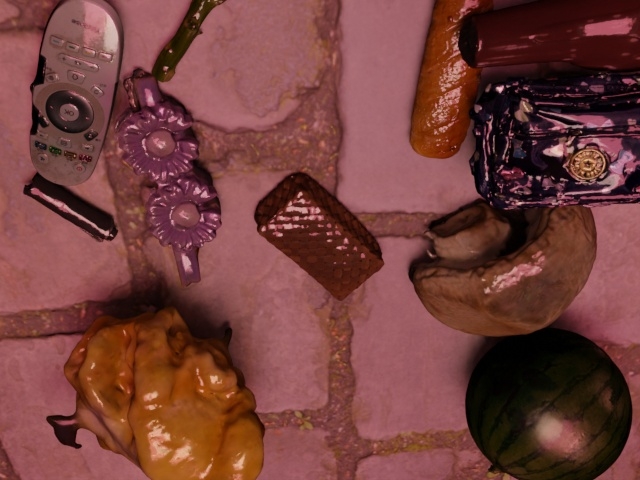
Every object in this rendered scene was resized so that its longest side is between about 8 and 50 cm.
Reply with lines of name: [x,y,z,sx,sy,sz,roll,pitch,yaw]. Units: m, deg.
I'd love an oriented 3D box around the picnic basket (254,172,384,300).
picnic basket: [0.000,0.000,0.969,0.110,0.055,0.193,-40,114,18]

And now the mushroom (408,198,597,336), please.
mushroom: [0.264,0.049,0.959,0.267,0.164,0.190,-26,119,10]

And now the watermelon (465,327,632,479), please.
watermelon: [0.342,0.253,1.047,0.242,0.242,0.242,-2,121,-4]

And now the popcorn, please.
popcorn: [-0.210,0.230,0.985,0.316,0.281,0.297,42,152,-5]

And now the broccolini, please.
broccolini: [-0.127,-0.272,0.807,0.067,0.058,0.216,45,121,11]

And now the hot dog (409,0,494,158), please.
hot dog: [0.162,-0.231,0.844,0.087,0.061,0.286,4,120,5]

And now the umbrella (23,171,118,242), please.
umbrella: [-0.331,-0.043,0.927,0.133,0.031,0.036,37,113,-24]

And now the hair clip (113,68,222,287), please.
hair clip: [-0.193,-0.077,0.900,0.106,0.084,0.292,-19,118,-15]

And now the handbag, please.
handbag: [0.308,-0.120,0.827,0.260,0.113,0.162,0,108,7]

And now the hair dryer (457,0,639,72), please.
hair dryer: [0.308,-0.355,0.755,0.312,0.123,0.341,-7,110,-12]

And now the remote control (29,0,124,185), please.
remote control: [-0.299,-0.177,0.842,0.097,0.045,0.256,18,121,-14]
